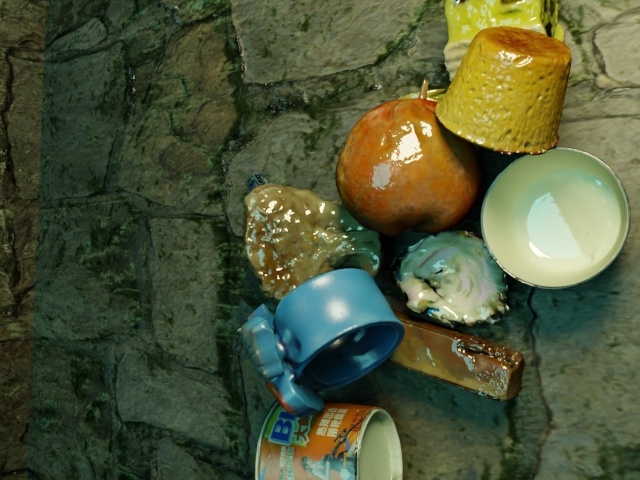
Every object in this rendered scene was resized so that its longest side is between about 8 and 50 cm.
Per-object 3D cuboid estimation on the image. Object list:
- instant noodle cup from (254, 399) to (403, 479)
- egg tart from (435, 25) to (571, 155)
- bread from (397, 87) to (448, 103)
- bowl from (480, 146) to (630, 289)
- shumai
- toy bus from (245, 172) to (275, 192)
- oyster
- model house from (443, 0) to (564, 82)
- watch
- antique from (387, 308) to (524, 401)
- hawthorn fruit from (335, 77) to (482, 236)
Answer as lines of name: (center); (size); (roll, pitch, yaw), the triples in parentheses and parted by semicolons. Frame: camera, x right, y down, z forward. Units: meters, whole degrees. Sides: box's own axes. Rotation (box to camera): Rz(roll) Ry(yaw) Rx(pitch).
instant noodle cup: (0.030, 0.456, 1.145); (0.213, 0.296, 0.297); (-10, 81, 28)
egg tart: (0.305, -0.244, 0.916); (0.215, 0.215, 0.171); (38, 139, 32)
bread: (0.200, -0.260, 1.175); (0.157, 0.083, 0.095); (-1, 99, 36)
bowl: (0.414, -0.035, 0.966); (0.237, 0.126, 0.238); (-3, 86, 37)
shumai: (0.000, 0.000, 1.176); (0.262, 0.267, 0.314); (-14, 120, 34)
toy bus: (-0.130, -0.099, 1.414); (0.047, 0.065, 0.166); (-45, 64, 27)
oyster: (0.248, 0.080, 1.105); (0.259, 0.092, 0.198); (-12, 90, 32)
model house: (0.342, -0.388, 1.033); (0.193, 0.174, 0.235); (-1, 106, 35)
watch: (0.000, 0.164, 1.042); (0.274, 0.305, 0.241); (-30, 59, 1)
antique: (0.241, 0.222, 1.107); (0.309, 0.087, 0.094); (14, 95, 37)
hawthorn fruit: (0.168, -0.158, 1.062); (0.276, 0.277, 0.298); (15, 105, 36)
